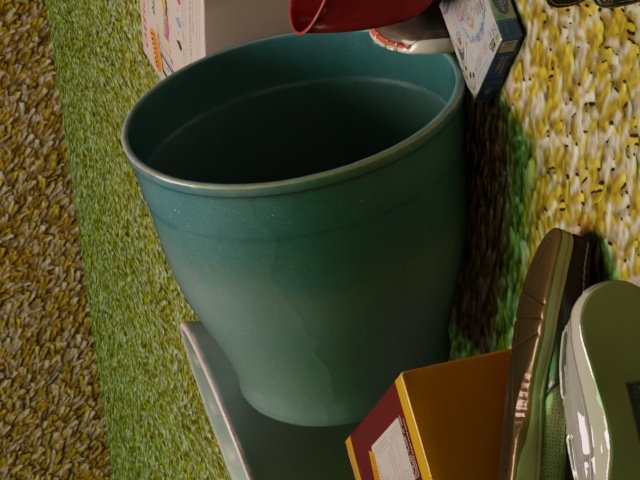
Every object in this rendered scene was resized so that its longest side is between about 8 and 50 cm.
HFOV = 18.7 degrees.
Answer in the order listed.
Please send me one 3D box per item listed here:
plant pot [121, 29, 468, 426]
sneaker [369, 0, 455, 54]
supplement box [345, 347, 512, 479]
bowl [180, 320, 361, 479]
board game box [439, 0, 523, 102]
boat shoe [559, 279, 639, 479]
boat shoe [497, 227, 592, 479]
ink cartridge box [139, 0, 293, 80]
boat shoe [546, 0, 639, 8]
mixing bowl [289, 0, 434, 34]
[{"bbox_3d":[0.000,0.000,1.565,0.272,0.271,0.255,-128,23,-59],"label":"plant pot"},{"bbox_3d":[0.066,-0.198,1.547,0.158,0.061,0.065,-124,35,-54],"label":"sneaker"},{"bbox_3d":[0.122,0.204,1.470,0.194,0.129,0.191,119,137,-66],"label":"supplement box"},{"bbox_3d":[0.000,0.192,1.766,0.311,0.163,0.312,159,90,-82],"label":"bowl"},{"bbox_3d":[0.119,-0.164,1.448,0.090,0.020,0.090,111,145,-62],"label":"board game box"},{"bbox_3d":[0.203,0.142,1.265,0.081,0.079,0.228,114,149,-75],"label":"boat shoe"},{"bbox_3d":[0.170,0.105,1.349,0.080,0.073,0.224,153,126,-83],"label":"boat shoe"},{"bbox_3d":[-0.060,-0.209,1.770,0.233,0.168,0.171,-122,27,-53],"label":"ink cartridge box"},{"bbox_3d":[0.174,-0.176,1.164,0.183,0.066,0.066,123,133,-68],"label":"boat shoe"},{"bbox_3d":[0.048,-0.233,1.464,0.181,0.098,0.181,-169,90,-77],"label":"mixing bowl"}]
